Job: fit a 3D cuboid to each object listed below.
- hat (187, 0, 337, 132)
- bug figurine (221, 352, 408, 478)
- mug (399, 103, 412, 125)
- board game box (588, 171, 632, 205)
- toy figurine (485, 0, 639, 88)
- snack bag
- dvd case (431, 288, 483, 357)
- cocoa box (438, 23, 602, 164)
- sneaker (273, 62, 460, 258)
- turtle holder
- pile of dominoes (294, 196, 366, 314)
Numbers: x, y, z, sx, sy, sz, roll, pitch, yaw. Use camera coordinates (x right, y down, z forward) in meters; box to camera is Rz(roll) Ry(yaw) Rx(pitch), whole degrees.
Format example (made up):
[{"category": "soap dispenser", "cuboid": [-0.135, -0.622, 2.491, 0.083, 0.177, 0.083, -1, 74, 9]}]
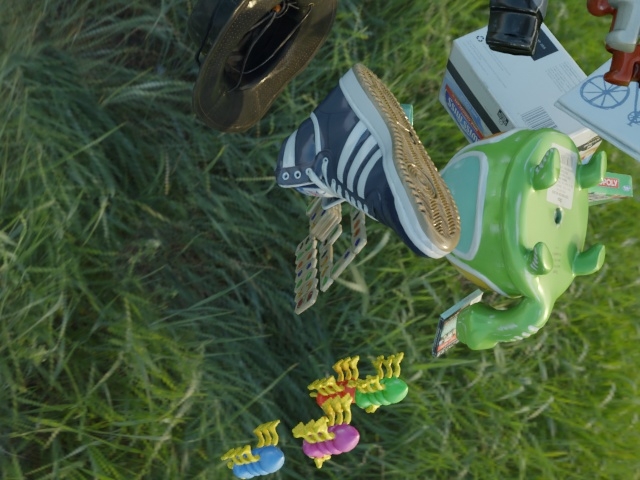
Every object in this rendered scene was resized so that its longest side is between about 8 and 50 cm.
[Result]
[{"category": "hat", "cuboid": [-0.121, -0.324, 1.310, 0.134, 0.331, 0.331, 39, 62, 14]}, {"category": "bug figurine", "cuboid": [0.005, 0.246, 1.164, 0.279, 0.216, 0.072, -31, 95, -46]}, {"category": "mug", "cuboid": [0.133, -0.211, 1.722, 0.097, 0.158, 0.129, 4, 109, 10]}, {"category": "board game box", "cuboid": [0.432, -0.092, 1.713, 0.213, 0.317, 0.046, 5, 81, -26]}, {"category": "toy figurine", "cuboid": [0.237, -0.190, 0.583, 0.209, 0.213, 0.148, 8, 98, -25]}, {"category": "snack bag", "cuboid": [0.671, -0.278, 1.581, 0.342, 0.037, 0.323, -39, 54, -11]}, {"category": "dvd case", "cuboid": [0.225, 0.138, 1.398, 0.087, 0.119, 0.013, -31, 59, -23]}, {"category": "cocoa box", "cuboid": [0.471, -0.316, 1.986, 0.231, 0.228, 0.347, -25, 67, -14]}, {"category": "sneaker", "cuboid": [0.043, -0.057, 0.931, 0.099, 0.153, 0.282, 30, 29, -41]}, {"category": "turtle holder", "cuboid": [0.296, -0.013, 1.310, 0.243, 0.227, 0.320, -32, 117, -42]}, {"category": "pile of dominoes", "cuboid": [0.000, 0.000, 1.437, 0.040, 0.196, 0.251, 32, 25, -17]}]
